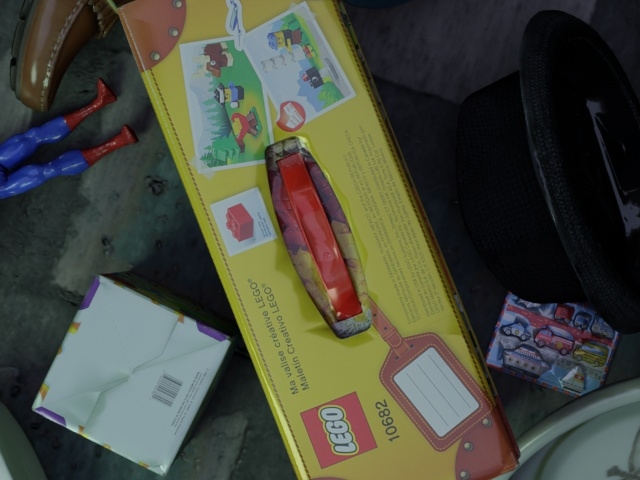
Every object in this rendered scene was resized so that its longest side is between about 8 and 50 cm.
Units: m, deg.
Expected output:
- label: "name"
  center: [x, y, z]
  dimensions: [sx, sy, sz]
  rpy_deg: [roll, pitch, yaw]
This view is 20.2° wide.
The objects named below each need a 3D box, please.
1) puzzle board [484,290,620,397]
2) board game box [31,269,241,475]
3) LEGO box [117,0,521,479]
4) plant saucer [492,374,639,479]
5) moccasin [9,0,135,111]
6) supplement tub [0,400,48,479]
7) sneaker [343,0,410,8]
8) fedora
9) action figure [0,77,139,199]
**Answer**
- label: "puzzle board"
  center: [0.248, 0.107, 1.903]
  dimensions: [0.128, 0.011, 0.096]
  rpy_deg: [19, 89, 1]
- label: "board game box"
  center: [-0.172, 0.122, 1.770]
  dimensions: [0.142, 0.275, 0.144]
  rpy_deg: [26, 90, 0]
- label: "LEGO box"
  center: [0.000, 0.000, 1.725]
  dimensions: [0.193, 0.372, 0.500]
  rpy_deg: [-21, 89, 0]
- label: "plant saucer"
  center: [0.329, 0.250, 1.793]
  dimensions: [0.400, 0.100, 0.400]
  rpy_deg: [-5, 131, -5]
- label: "moccasin"
  center: [-0.192, -0.291, 1.844]
  dimensions: [0.147, 0.139, 0.380]
  rpy_deg: [32, 72, -5]
- label: "supplement tub"
  center: [-0.419, 0.289, 1.810]
  dimensions: [0.272, 0.191, 0.191]
  rpy_deg: [-26, 89, 0]
- label: "sneaker"
  center: [0.087, -0.358, 1.805]
  dimensions: [0.319, 0.127, 0.208]
  rpy_deg: [-22, 80, -45]
- label: "fedora"
  center: [0.230, -0.056, 1.811]
  dimensions: [0.152, 0.334, 0.334]
  rpy_deg: [-18, 89, 30]
- label: "action figure"
  center: [-0.337, -0.077, 1.844]
  dimensions: [0.280, 0.139, 0.091]
  rpy_deg: [-30, 76, 2]
